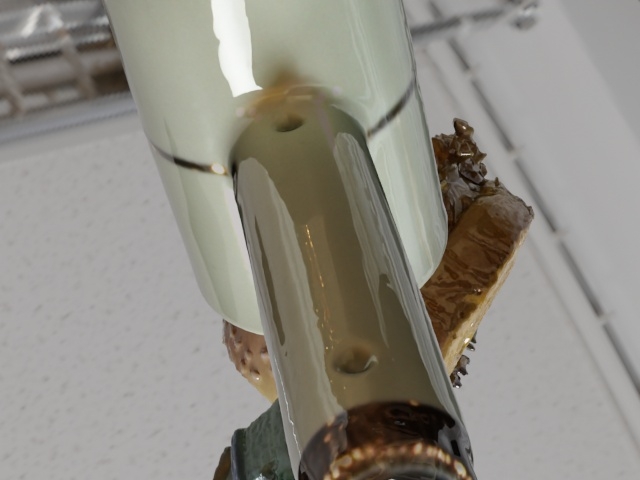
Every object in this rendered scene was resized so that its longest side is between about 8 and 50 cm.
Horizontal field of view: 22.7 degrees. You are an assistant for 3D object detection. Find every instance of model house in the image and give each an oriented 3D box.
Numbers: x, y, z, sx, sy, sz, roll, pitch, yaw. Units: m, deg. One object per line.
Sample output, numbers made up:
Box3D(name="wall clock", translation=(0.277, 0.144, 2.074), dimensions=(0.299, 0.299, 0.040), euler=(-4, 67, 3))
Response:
Box3D(name="model house", translation=(-0.013, 0.187, 1.093), dimensions=(0.148, 0.148, 0.119), euler=(22, -137, -36))

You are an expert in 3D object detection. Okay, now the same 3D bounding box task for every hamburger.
Box3D(name="hamburger", translation=(0.074, 0.007, 1.655), dimensions=(0.268, 0.287, 0.445), euler=(28, -159, 8))

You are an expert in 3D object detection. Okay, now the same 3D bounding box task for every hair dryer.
Box3D(name="hair dryer", translation=(0.000, 0.000, 0.626), dimensions=(0.362, 0.128, 0.203), euler=(-106, 1, -53))

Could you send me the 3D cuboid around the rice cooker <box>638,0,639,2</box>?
Box3D(name="rice cooker", translation=(0.216, -0.141, 0.596), dimensions=(0.280, 0.227, 0.241), euler=(30, -156, -10))
